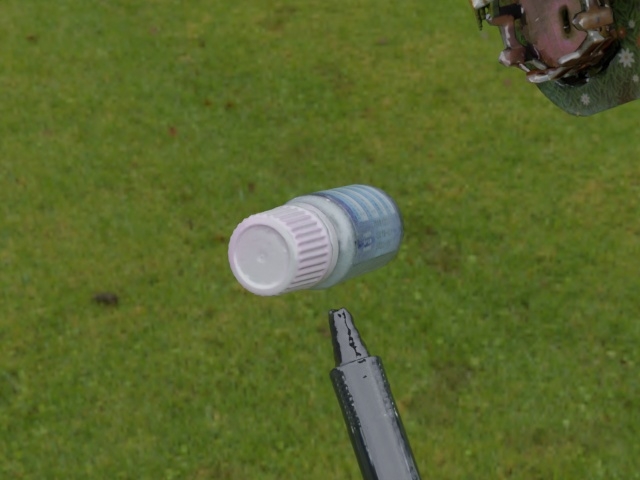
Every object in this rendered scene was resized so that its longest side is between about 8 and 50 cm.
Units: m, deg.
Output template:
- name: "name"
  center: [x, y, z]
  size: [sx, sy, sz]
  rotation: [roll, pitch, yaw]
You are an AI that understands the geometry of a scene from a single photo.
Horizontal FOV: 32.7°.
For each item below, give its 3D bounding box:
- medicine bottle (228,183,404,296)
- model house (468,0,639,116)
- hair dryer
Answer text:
- name: "medicine bottle"
  center: [0.000, 0.000, 0.922]
  size: [0.083, 0.083, 0.203]
  rotation: [11, 12, 23]
- name: "model house"
  center: [0.065, -0.189, 0.435]
  size: [0.154, 0.294, 0.207]
  rotation: [-21, 2, -32]
- name: "hair dryer"
  center: [0.063, 0.154, 0.634]
  size: [0.128, 0.255, 0.070]
  rotation: [-18, -11, 8]
